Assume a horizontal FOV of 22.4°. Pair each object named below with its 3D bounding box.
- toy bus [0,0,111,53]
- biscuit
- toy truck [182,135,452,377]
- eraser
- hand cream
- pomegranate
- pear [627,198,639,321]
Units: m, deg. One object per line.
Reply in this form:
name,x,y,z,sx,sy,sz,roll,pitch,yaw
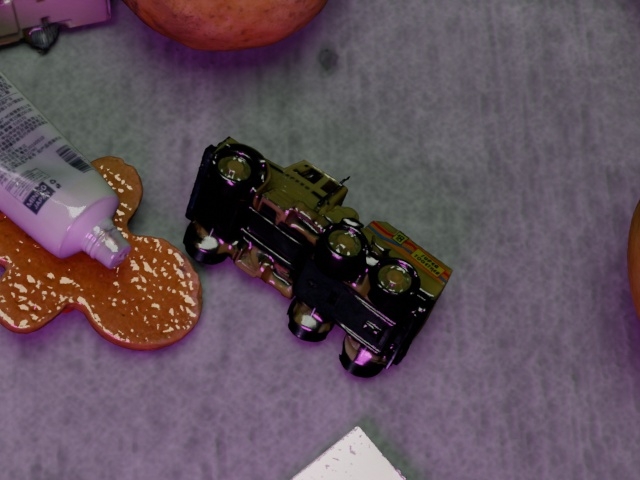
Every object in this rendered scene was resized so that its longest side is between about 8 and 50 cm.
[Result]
toy bus,-0.356,-0.248,1.638,0.274,0.090,0.112,-14,60,-7
biscuit,-0.257,-0.003,1.533,0.324,0.049,0.205,30,62,-1
toy truck,-0.004,0.001,1.520,0.257,0.127,0.127,32,48,9
eraser,0.010,0.250,1.459,0.150,0.023,0.104,-37,72,-17
hand cream,-0.305,-0.094,1.508,0.341,0.078,0.124,42,62,13
pomegranate,-0.092,-0.329,1.592,0.281,0.281,0.281,1,66,-1
pear,0.420,0.000,1.439,0.304,0.304,0.304,1,66,-1
